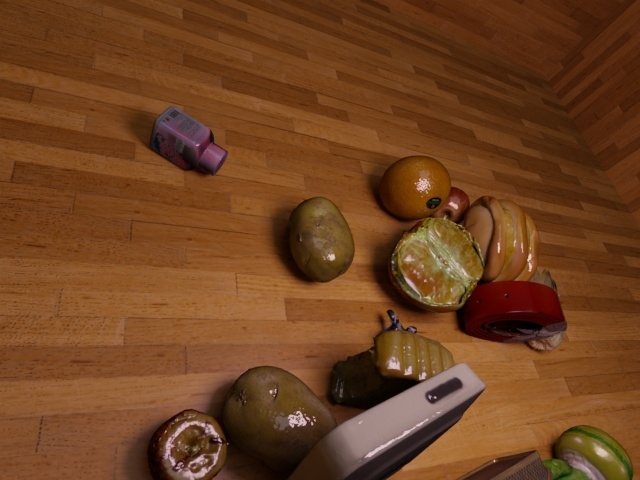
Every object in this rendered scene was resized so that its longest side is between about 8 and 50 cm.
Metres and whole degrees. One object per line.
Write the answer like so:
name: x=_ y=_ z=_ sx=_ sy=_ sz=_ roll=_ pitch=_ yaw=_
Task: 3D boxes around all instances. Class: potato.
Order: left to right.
potato: x=-0.074 y=0.364 z=0.877 sx=0.251 sy=0.159 sz=0.174 roll=32 pitch=69 yaw=-5
potato: x=-0.002 y=-0.001 z=1.182 sx=0.197 sy=0.148 sz=0.228 roll=-17 pitch=70 yaw=-52

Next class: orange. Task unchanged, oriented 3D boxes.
orange: x=0.314 y=-0.176 z=1.446 sx=0.236 sy=0.236 sz=0.236 roll=16 pitch=52 yaw=-22
orange: x=0.340 y=0.085 z=1.302 sx=0.263 sy=0.196 sz=0.334 roll=34 pitch=42 yaw=13

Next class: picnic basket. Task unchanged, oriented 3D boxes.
picnic basket: x=0.420 y=0.608 z=1.006 sx=0.267 sy=0.165 sz=0.139 roll=-4 pitch=61 yaw=-34

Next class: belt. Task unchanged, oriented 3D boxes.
belt: x=0.600 y=0.223 z=1.329 sx=0.324 sy=0.227 sz=0.115 roll=5 pitch=56 yaw=-6

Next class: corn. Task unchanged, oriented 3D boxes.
corn: x=0.765 y=0.234 z=1.501 sx=0.122 sy=0.123 sz=0.305 roll=64 pitch=32 yaw=-41

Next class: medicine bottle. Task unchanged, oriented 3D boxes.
medicine bottle: x=-0.351 y=-0.257 z=1.165 sx=0.188 sy=0.119 sz=0.094 roll=32 pitch=50 yaw=-8

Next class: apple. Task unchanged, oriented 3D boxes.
apple: x=0.459 y=-0.121 z=1.555 sx=0.146 sy=0.146 sz=0.131 roll=34 pitch=49 yaw=-6

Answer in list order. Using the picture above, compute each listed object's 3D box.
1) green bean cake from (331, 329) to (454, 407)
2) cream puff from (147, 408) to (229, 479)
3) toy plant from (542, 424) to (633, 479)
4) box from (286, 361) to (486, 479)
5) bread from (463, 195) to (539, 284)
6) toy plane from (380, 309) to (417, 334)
green bean cake: x=0.166 y=0.309 z=1.013 sx=0.233 sy=0.236 sz=0.124 roll=20 pitch=48 yaw=-21
cream puff: x=-0.247 y=0.394 z=0.803 sx=0.149 sy=0.084 sz=0.149 roll=18 pitch=53 yaw=-25
toy plant: x=0.666 y=0.644 z=1.139 sx=0.316 sy=0.184 sz=0.224 roll=-27 pitch=93 yaw=-30
box: x=0.106 y=0.402 z=0.822 sx=0.367 sy=0.373 sz=0.090 roll=-11 pitch=50 yaw=-35
bread: x=0.601 y=-0.002 z=1.438 sx=0.270 sy=0.212 sz=0.315 roll=37 pitch=49 yaw=-43
toy plane: x=0.264 y=0.299 z=1.177 sx=0.246 sy=0.078 sz=0.169 roll=41 pitch=11 yaw=-10
